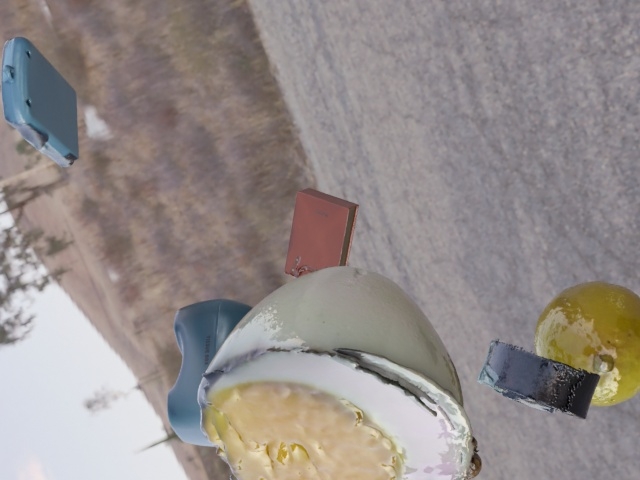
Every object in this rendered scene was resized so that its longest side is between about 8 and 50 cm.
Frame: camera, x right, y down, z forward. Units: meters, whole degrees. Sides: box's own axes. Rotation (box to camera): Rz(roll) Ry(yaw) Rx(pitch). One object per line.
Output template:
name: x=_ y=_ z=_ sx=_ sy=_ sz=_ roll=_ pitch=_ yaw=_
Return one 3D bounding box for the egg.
egg: x=0.022 y=0.146 z=0.866 sx=0.174 sy=0.264 sz=0.286 roll=-71 pitch=-9 yaw=-47

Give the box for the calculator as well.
calculator: x=-0.502 y=-0.244 z=1.571 sx=0.293 sy=0.051 sz=0.173 roll=67 pitch=-162 yaw=-74

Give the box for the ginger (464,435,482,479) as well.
ginger: x=0.214 y=0.380 z=1.495 sx=0.162 sy=0.073 sz=0.103 roll=-11 pitch=119 yaw=49

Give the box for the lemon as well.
lemon: x=0.516 y=0.191 z=1.621 sx=0.263 sy=0.236 sz=0.236 roll=23 pitch=-142 yaw=-61

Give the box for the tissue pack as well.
tissue pack: x=-0.196 y=0.272 z=1.794 sx=0.198 sy=0.206 sz=0.288 roll=80 pitch=-171 yaw=-54

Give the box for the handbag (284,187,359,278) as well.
handbag: x=0.000 y=0.000 z=1.801 sx=0.127 sy=0.063 sz=0.190 roll=20 pitch=113 yaw=24

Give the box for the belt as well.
belt: x=0.313 y=0.204 z=1.274 sx=0.078 sy=0.151 sz=0.198 roll=-69 pitch=16 yaw=-6
